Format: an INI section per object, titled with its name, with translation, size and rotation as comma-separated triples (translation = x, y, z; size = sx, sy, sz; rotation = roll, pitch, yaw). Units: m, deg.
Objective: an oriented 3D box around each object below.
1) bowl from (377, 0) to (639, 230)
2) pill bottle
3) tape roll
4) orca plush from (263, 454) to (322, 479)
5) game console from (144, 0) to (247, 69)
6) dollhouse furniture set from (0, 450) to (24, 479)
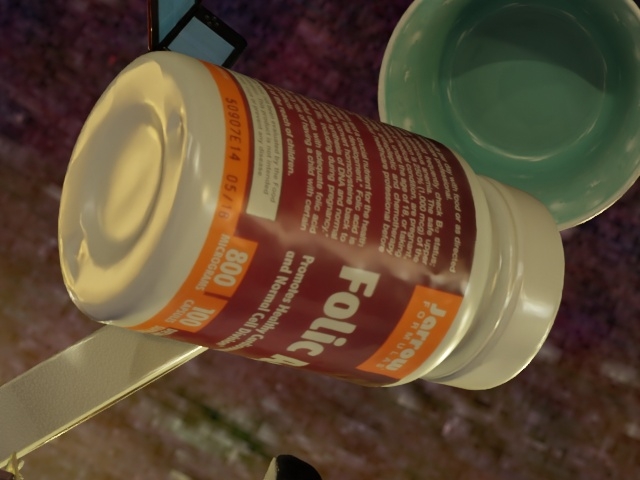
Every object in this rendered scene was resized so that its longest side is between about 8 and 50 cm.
[bowl]
translation = 0.231, -0.171, 1.882
size = 0.311, 0.311, 0.163
rotation = 24, -165, 6
[pill bottle]
translation = 0.000, 0.000, 1.406
size = 0.392, 0.224, 0.224
rotation = 16, 164, -33
[tape roll]
translation = -0.249, 0.151, 1.851
size = 0.072, 0.392, 0.392
rotation = 60, 153, 3
[orca plush]
translation = -0.027, 0.364, 1.666
size = 0.102, 0.287, 0.151
rotation = 7, 156, 25
[game console]
translation = -0.139, -0.251, 1.914
size = 0.124, 0.144, 0.085
rotation = 37, 130, -5
[dollhouse furniture set]
translation = -0.290, 0.237, 1.441
size = 0.091, 0.114, 0.081
rotation = 20, -166, -22
